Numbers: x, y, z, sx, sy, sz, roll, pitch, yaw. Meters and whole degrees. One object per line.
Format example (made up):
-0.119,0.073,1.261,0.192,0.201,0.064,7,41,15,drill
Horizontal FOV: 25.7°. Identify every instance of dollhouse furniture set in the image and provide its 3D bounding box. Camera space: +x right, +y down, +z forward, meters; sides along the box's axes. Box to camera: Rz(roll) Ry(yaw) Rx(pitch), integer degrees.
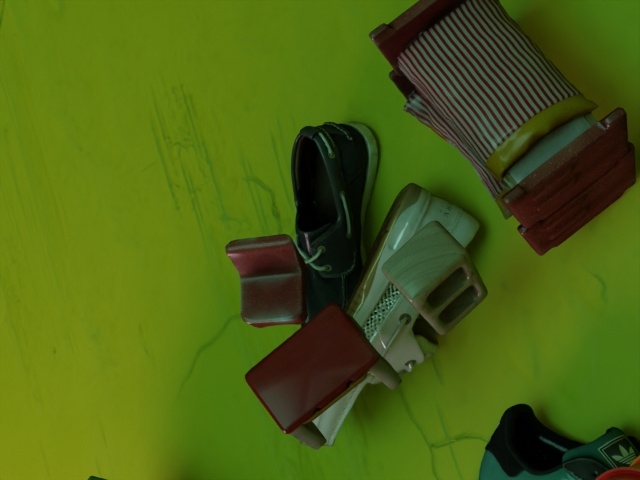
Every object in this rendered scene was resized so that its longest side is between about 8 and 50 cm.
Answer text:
0.060,-0.029,1.169,0.374,0.152,0.201,-39,65,1,dollhouse furniture set

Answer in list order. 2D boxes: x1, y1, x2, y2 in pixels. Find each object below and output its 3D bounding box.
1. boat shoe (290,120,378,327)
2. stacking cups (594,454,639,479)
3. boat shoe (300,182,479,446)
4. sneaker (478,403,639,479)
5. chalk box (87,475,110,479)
0.000,0.000,1.376,0.084,0.079,0.233,12,104,37,boat shoe
0.262,0.186,1.007,0.096,0.316,0.096,6,98,42,stacking cups
0.065,0.087,1.313,0.096,0.098,0.277,24,109,-2,boat shoe
0.253,0.226,1.154,0.302,0.108,0.121,18,108,39,sneaker
-0.198,0.379,1.468,0.289,0.179,0.180,-96,28,-65,chalk box
